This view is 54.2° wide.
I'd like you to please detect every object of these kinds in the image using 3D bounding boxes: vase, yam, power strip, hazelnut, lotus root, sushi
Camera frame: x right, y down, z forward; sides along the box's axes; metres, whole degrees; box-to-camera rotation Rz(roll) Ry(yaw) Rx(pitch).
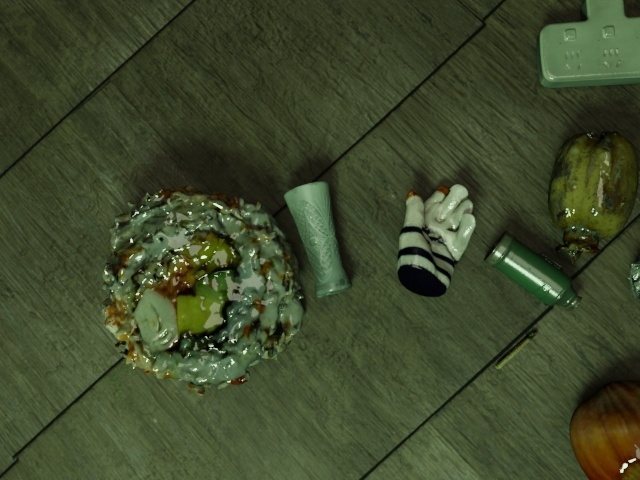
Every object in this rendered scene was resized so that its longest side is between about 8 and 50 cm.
[{"bbox_3d":[0.000,0.000,1.247,0.096,0.096,0.219,-16,83,3],"label":"vase"},{"bbox_3d":[0.380,0.211,1.211,0.107,0.014,0.014,-42,80,-2],"label":"yam"},{"bbox_3d":[0.575,-0.411,1.264,0.265,0.059,0.193,-2,81,6],"label":"power strip"},{"bbox_3d":[0.557,0.356,1.097,0.210,0.210,0.186,-33,103,0],"label":"hazelnut"},{"bbox_3d":[0.509,-0.076,1.180,0.154,0.154,0.277,11,82,8],"label":"lotus root"},{"bbox_3d":[-0.229,0.095,1.210,0.418,0.176,0.417,-1,81,6],"label":"sushi"}]

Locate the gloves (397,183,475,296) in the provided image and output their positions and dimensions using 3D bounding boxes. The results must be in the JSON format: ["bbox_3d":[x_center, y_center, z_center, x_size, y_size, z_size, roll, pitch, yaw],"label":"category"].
[{"bbox_3d":[0.221,-0.009,1.219,0.140,0.131,0.218,15,52,10],"label":"gloves"}]

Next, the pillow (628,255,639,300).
[{"bbox_3d":[0.748,0.062,1.156,0.335,0.092,0.161,-14,76,4],"label":"pillow"}]

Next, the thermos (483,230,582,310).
[{"bbox_3d":[0.413,0.065,1.207,0.188,0.083,0.073,38,108,9],"label":"thermos"}]
